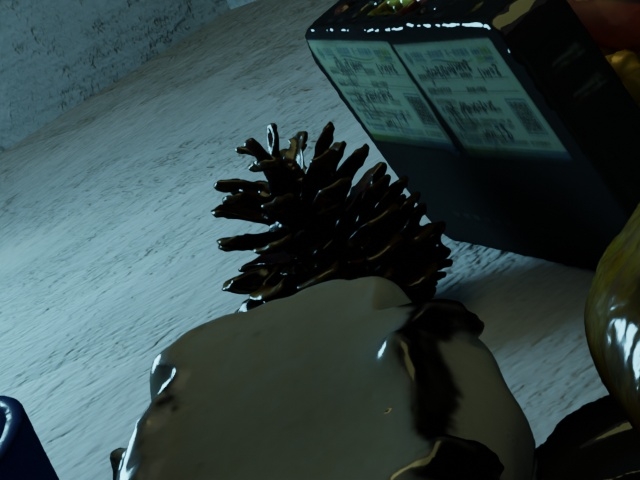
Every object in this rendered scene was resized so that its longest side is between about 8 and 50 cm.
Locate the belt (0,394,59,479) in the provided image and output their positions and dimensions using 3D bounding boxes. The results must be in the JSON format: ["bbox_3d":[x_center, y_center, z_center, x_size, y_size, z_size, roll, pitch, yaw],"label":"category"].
[{"bbox_3d":[-0.261,0.217,0.979,0.212,0.117,0.347,-17,18,24],"label":"belt"}]

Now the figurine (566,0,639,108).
[{"bbox_3d":[0.256,-0.156,1.287,0.323,0.196,0.320,-21,17,-28],"label":"figurine"}]

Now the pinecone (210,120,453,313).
[{"bbox_3d":[-0.003,-0.004,1.234,0.163,0.165,0.163,-32,4,2],"label":"pinecone"}]

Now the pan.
[{"bbox_3d":[0.195,0.084,0.839,0.212,0.040,0.115,-23,12,29],"label":"pan"}]

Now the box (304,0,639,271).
[{"bbox_3d":[0.116,-0.079,1.207,0.058,0.211,0.350,-40,18,-12],"label":"box"}]

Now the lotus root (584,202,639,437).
[{"bbox_3d":[0.206,0.049,0.671,0.193,0.193,0.291,-24,18,2],"label":"lotus root"}]

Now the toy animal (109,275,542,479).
[{"bbox_3d":[0.003,0.132,0.769,0.204,0.156,0.208,-19,32,10],"label":"toy animal"}]
